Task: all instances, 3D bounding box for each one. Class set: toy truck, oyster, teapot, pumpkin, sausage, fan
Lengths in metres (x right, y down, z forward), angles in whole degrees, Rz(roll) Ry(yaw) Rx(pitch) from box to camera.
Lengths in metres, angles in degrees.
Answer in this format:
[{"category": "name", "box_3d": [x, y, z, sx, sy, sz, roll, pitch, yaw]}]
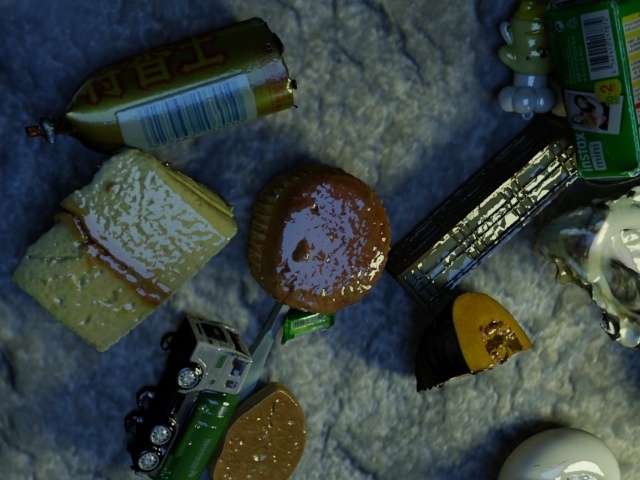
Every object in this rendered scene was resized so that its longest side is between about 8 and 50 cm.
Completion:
[{"category": "toy truck", "box_3d": [-0.181, 0.230, 1.293, 0.125, 0.101, 0.242, 19, 106, -26]}, {"category": "oyster", "box_3d": [0.442, 0.036, 1.387, 0.351, 0.115, 0.238, 13, 89, -36]}, {"category": "teapot", "box_3d": [0.404, 0.404, 1.512, 0.300, 0.166, 0.208, 6, 97, -9]}, {"category": "pumpkin", "box_3d": [0.178, 0.153, 1.339, 0.163, 0.278, 0.111, -32, 77, 26]}, {"category": "sausage", "box_3d": [-0.195, -0.173, 1.126, 0.317, 0.125, 0.117, -17, 114, -6]}, {"category": "fan", "box_3d": [-0.090, 0.173, 1.342, 0.057, 0.023, 0.282, 24, 103, -22]}]

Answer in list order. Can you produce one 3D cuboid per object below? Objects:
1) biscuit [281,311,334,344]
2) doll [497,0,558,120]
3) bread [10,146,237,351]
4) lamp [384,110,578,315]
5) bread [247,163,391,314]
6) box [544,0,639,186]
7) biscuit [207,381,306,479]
[{"category": "biscuit", "box_3d": [-0.017, 0.115, 1.332, 0.089, 0.016, 0.046, -15, 125, -26]}, {"category": "doll", "box_3d": [0.288, -0.243, 1.274, 0.106, 0.062, 0.162, -1, 112, -12]}, {"category": "bread", "box_3d": [-0.247, -0.008, 1.164, 0.240, 0.135, 0.178, -43, 112, 7]}, {"category": "lamp", "box_3d": [0.234, -0.043, 1.320, 0.325, 0.090, 0.089, -43, 116, 1]}, {"category": "bread", "box_3d": [-0.001, 0.000, 1.242, 0.199, 0.104, 0.199, -3, 100, -14]}, {"category": "box", "box_3d": [0.398, -0.211, 1.240, 0.180, 0.103, 0.250, -23, 106, -40]}, {"category": "biscuit", "box_3d": [-0.090, 0.305, 1.379, 0.142, 0.029, 0.220, 8, 110, -29]}]
